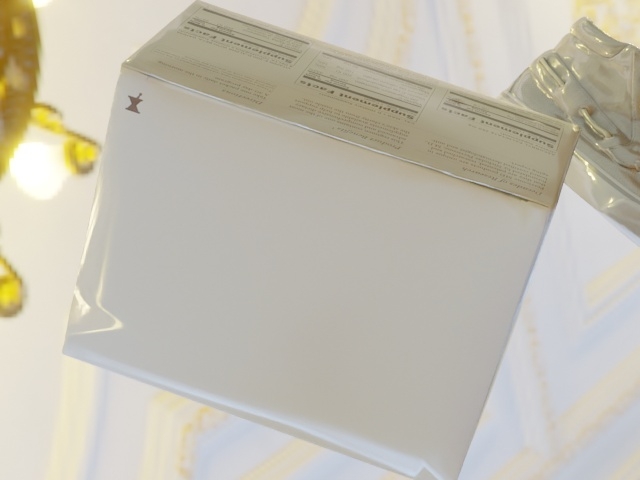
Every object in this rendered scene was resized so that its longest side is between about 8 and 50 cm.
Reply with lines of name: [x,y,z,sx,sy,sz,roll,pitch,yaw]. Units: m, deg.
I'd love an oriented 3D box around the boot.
boot: [0.236,-0.074,1.194,0.123,0.258,0.095,-50,-41,7]

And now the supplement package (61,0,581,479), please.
supplement package: [0.000,0.000,1.010,0.145,0.261,0.204,-57,-15,-63]
